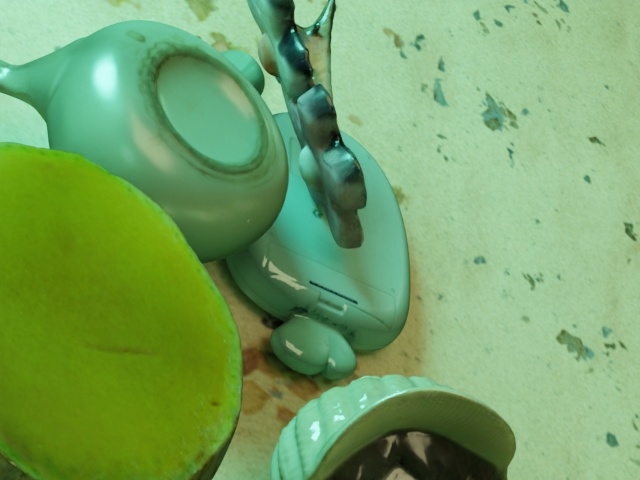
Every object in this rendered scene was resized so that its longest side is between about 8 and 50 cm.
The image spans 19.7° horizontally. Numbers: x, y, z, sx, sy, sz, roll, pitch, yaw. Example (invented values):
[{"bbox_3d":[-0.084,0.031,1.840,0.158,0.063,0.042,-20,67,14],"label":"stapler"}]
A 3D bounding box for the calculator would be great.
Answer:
[{"bbox_3d":[0.000,0.000,1.600,0.184,0.042,0.295,24,41,-23],"label":"calculator"}]

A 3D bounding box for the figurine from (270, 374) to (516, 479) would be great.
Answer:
[{"bbox_3d":[0.050,0.259,1.343,0.185,0.204,0.332,14,76,-34],"label":"figurine"}]

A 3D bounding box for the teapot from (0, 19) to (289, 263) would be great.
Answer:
[{"bbox_3d":[-0.102,-0.078,1.500,0.318,0.149,0.220,-7,67,-52],"label":"teapot"}]

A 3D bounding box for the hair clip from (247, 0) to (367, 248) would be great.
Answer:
[{"bbox_3d":[-0.007,-0.119,1.561,0.075,0.146,0.257,-8,66,-10],"label":"hair clip"}]

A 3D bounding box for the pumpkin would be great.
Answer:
[{"bbox_3d":[-0.208,0.092,1.217,0.332,0.199,0.332,21,46,-24],"label":"pumpkin"}]
